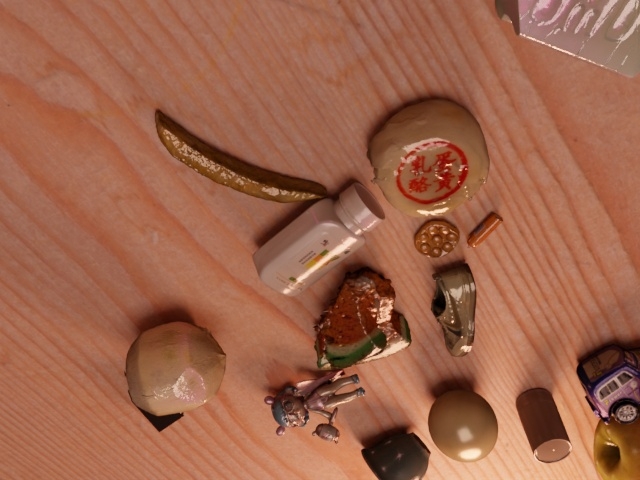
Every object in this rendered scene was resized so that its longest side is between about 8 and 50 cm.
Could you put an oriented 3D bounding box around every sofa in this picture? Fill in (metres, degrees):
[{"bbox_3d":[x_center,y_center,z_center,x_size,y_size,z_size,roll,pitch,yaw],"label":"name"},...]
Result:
[{"bbox_3d":[-0.429,0.422,2.049,0.085,0.060,0.147,-32,126,-5],"label":"sofa"}]

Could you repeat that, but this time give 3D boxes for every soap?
[{"bbox_3d":[0.486,-0.461,1.468,0.346,0.115,0.208,15,123,-18],"label":"soap"}]

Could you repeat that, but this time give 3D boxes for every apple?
[{"bbox_3d":[0.925,0.570,2.178,0.304,0.339,0.339,-4,128,5],"label":"apple"}]

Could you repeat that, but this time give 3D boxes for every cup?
[{"bbox_3d":[0.234,0.624,2.227,0.150,0.199,0.199,-43,123,2],"label":"cup"}]

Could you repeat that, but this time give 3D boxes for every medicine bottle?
[{"bbox_3d":[0.000,0.000,1.746,0.296,0.111,0.161,-39,141,18],"label":"medicine bottle"}]

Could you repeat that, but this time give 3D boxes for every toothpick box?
[{"bbox_3d":[0.618,0.513,2.178,0.111,0.181,0.111,-3,127,-4],"label":"toothpick box"}]

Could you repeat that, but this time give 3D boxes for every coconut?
[{"bbox_3d":[-0.334,0.302,1.866,0.230,0.227,0.227,-10,127,0],"label":"coconut"}]

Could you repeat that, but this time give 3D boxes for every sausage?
[{"bbox_3d":[0.381,-0.020,1.837,0.031,0.031,0.107,28,120,-25],"label":"sausage"}]

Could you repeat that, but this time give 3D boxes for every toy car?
[{"bbox_3d":[0.812,0.367,2.113,0.235,0.172,0.158,-35,109,12],"label":"toy car"}]

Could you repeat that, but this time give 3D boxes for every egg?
[{"bbox_3d":[0.391,0.508,2.138,0.185,0.186,0.242,-27,134,12],"label":"egg"}]

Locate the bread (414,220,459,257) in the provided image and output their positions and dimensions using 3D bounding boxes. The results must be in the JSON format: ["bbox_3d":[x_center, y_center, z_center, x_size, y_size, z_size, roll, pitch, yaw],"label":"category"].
[{"bbox_3d":[0.274,-0.003,1.838,0.109,0.024,0.110,-3,128,-4],"label":"bread"}]

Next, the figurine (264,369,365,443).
[{"bbox_3d":[-0.004,0.440,2.076,0.259,0.103,0.205,-21,102,3],"label":"figurine"}]

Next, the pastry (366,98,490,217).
[{"bbox_3d":[0.230,-0.167,1.646,0.264,0.133,0.265,-5,131,-6],"label":"pastry"}]

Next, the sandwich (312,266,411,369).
[{"bbox_3d":[0.105,0.203,1.886,0.250,0.162,0.301,-11,130,-5],"label":"sandwich"}]

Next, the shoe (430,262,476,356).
[{"bbox_3d":[0.324,0.179,1.940,0.098,0.103,0.275,-6,121,-2],"label":"shoe"}]

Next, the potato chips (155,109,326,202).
[{"bbox_3d":[-0.172,-0.149,1.646,0.406,0.057,0.080,23,118,-23],"label":"potato chips"}]
